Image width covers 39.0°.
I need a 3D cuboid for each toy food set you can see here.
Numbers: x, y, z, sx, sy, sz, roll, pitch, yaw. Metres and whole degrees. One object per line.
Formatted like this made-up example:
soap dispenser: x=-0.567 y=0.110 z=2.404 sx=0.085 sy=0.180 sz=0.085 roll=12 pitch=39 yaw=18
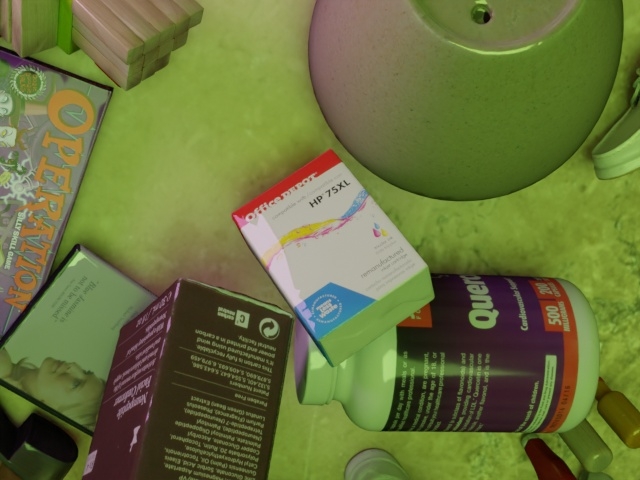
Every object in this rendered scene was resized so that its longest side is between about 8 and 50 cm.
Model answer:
toy food set: x=0.322 y=0.293 z=1.161 sx=0.111 sy=0.104 sz=0.232 roll=-1 pitch=122 yaw=-21

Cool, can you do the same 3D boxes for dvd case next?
dvd case: x=-0.231 y=0.144 z=1.041 sx=0.253 sy=0.022 sz=0.180 roll=38 pitch=93 yaw=-25

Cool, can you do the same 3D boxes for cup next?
cup: x=0.148 y=-0.221 z=0.864 sx=0.331 sy=0.237 sz=0.331 roll=0 pitch=82 yaw=2

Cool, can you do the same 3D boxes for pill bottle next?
pill bottle: x=0.138 y=0.127 z=1.032 sx=0.323 sy=0.181 sz=0.181 roll=2 pitch=103 yaw=-9

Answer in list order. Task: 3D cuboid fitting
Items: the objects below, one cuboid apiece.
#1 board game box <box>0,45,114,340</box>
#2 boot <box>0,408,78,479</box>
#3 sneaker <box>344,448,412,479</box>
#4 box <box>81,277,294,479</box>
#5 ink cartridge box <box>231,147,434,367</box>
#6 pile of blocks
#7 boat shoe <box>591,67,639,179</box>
board game box: x=-0.382 y=-0.040 z=0.989 sx=0.208 sy=0.056 sz=0.347 roll=18 pitch=100 yaw=-16
boot: x=-0.466 y=0.275 z=1.051 sx=0.264 sy=0.096 sz=0.280 roll=38 pitch=103 yaw=-22
sneaker: x=0.143 y=0.404 z=1.109 sx=0.108 sy=0.169 sz=0.292 roll=-41 pitch=107 yaw=1
box: x=-0.151 y=0.250 z=0.880 sx=0.143 sy=0.191 sz=0.381 roll=20 pitch=59 yaw=-23
ink cartridge box: x=0.000 y=0.000 z=0.957 sx=0.134 sy=0.231 sz=0.078 roll=-34 pitch=149 yaw=-6
pile of blocks: x=-0.305 y=-0.258 z=0.929 sx=0.362 sy=0.149 sz=0.112 roll=23 pitch=143 yaw=-4
boat shoe: x=0.405 y=-0.184 z=1.040 sx=0.277 sy=0.098 sz=0.096 roll=-42 pitch=105 yaw=-6
